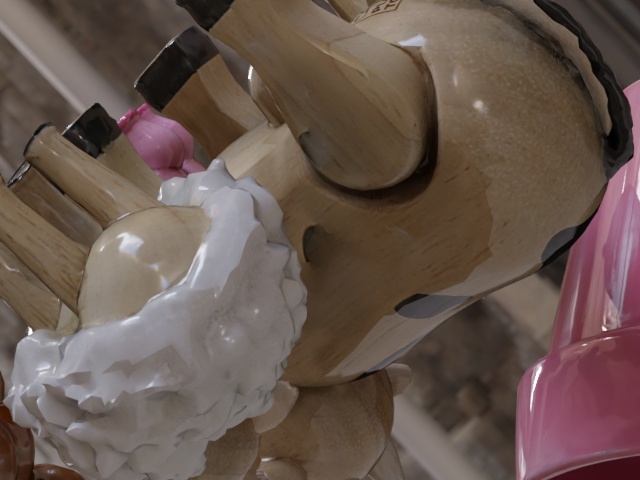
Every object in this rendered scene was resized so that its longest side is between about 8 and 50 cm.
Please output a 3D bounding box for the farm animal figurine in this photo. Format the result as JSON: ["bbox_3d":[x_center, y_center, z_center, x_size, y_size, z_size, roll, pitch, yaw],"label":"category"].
[{"bbox_3d":[0.000,0.000,0.640,0.330,0.172,0.327,-48,4,-31],"label":"farm animal figurine"}]

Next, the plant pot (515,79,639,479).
[{"bbox_3d":[0.185,0.028,0.787,0.201,0.201,0.180,128,148,-66],"label":"plant pot"}]
